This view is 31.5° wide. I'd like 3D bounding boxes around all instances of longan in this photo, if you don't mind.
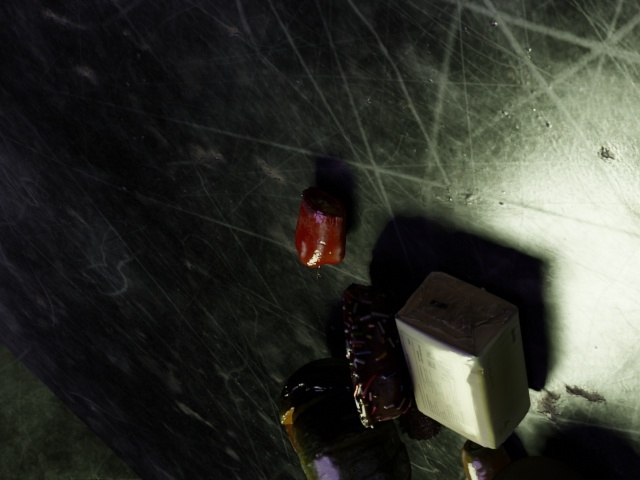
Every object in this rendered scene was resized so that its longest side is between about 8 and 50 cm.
[{"bbox_3d":[0.351,0.447,1.824,0.196,0.196,0.220,32,138,22],"label":"longan"}]

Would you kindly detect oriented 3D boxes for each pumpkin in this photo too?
[{"bbox_3d":[0.044,0.360,2.038,0.320,0.192,0.320,159,90,-83],"label":"pumpkin"}]

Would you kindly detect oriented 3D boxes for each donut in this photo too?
[{"bbox_3d":[0.093,0.178,1.795,0.089,0.235,0.235,-7,134,8],"label":"donut"}]

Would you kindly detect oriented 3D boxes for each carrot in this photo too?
[{"bbox_3d":[0.307,0.418,1.953,0.087,0.087,0.193,2,129,52],"label":"carrot"}]

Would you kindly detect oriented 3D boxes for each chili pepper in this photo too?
[{"bbox_3d":[0.000,0.000,1.800,0.084,0.086,0.192,10,134,5],"label":"chili pepper"}]

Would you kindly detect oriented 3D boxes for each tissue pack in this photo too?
[{"bbox_3d":[0.218,0.180,1.710,0.159,0.125,0.234,24,146,36],"label":"tissue pack"}]

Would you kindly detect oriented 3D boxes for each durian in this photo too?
[{"bbox_3d":[0.173,0.312,2.000,0.080,0.080,0.091,3,120,51],"label":"durian"}]

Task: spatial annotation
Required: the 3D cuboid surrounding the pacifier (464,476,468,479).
[{"bbox_3d":[0.295,0.447,2.030,0.078,0.081,0.099,13,149,-1],"label":"pacifier"}]
